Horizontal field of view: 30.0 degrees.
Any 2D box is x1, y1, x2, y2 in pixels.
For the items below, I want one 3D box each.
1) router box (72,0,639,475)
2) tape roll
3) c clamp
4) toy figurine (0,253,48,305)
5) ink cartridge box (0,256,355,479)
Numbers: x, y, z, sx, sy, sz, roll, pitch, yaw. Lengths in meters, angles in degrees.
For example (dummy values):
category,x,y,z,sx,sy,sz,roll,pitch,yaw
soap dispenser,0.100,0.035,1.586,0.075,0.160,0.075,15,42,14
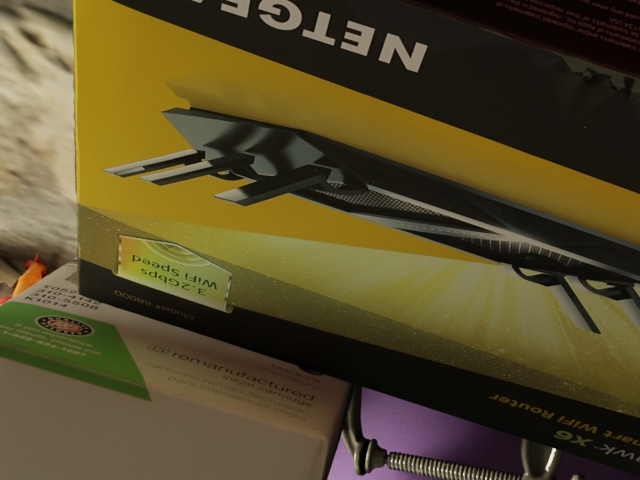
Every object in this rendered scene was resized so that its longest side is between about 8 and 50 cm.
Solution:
category,x,y,z,sx,sy,sz,roll,pitch,yaw
router box,0.067,-0.018,0.437,0.309,0.081,0.243,18,149,0
tape roll,0.084,0.193,0.825,0.275,0.090,0.274,16,151,9
c clamp,0.076,0.112,0.668,0.161,0.137,0.022,12,-167,22
toy figurine,-0.203,0.053,0.748,0.159,0.130,0.173,35,128,-14
ink cartridge box,-0.067,0.074,0.581,0.160,0.092,0.219,16,-166,4
